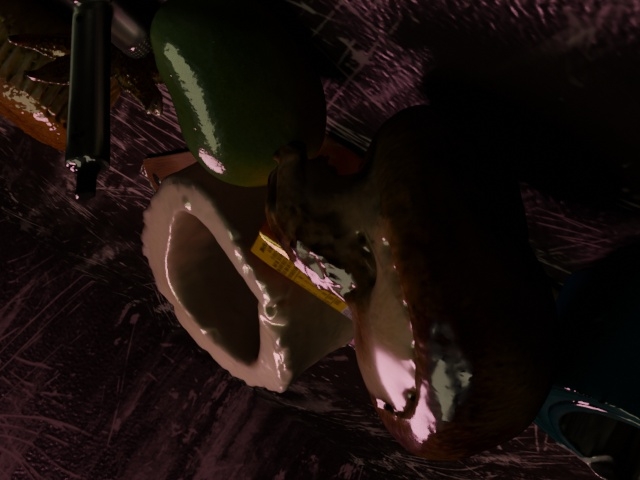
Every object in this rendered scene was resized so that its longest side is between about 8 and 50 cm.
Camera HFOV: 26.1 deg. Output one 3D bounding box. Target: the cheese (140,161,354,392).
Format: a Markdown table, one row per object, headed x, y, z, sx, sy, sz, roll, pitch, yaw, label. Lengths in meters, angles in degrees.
| x | y | z | sx | sy | sz | roll | pitch | yaw | label |
| --- | --- | --- | --- | --- | --- | --- | --- | --- | --- |
| -0.088 | 0.029 | 1.824 | 0.292 | 0.153 | 0.332 | 41 | 152 | 23 | cheese |

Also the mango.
| x | y | z | sx | sy | sz | roll | pitch | yaw | label |
| --- | --- | --- | --- | --- | --- | --- | --- | --- | --- |
| -0.084 | -0.160 | 1.407 | 0.251 | 0.156 | 0.114 | 60 | 176 | -37 | mango |

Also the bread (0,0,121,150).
| x | y | z | sx | sy | sz | roll | pitch | yaw | label |
| --- | --- | --- | --- | --- | --- | --- | --- | --- | --- |
| -0.400 | -0.236 | 1.851 | 0.253 | 0.142 | 0.227 | 31 | 173 | 3 | bread |

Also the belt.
| x | y | z | sx | sy | sz | roll | pitch | yaw | label |
| --- | --- | --- | --- | --- | --- | --- | --- | --- | --- |
| 0.365 | 0.175 | 1.474 | 0.300 | 0.173 | 0.436 | 29 | 165 | 21 | belt |

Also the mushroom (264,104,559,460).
| x | y | z | sx | sy | sz | roll | pitch | yaw | label |
| --- | --- | --- | --- | --- | --- | --- | --- | --- | --- |
| 0.082 | 0.050 | 1.344 | 0.259 | 0.345 | 0.345 | -4 | 168 | -9 | mushroom |

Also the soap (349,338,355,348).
| x | y | z | sx | sy | sz | roll | pitch | yaw | label |
| --- | --- | --- | --- | --- | --- | --- | --- | --- | --- |
| 0.012 | 0.083 | 2.100 | 0.259 | 0.081 | 0.181 | 25 | 161 | 34 | soap |

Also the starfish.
| x | y | z | sx | sy | sz | roll | pitch | yaw | label |
| --- | --- | --- | --- | --- | --- | --- | --- | --- | --- |
| -0.252 | -0.218 | 1.631 | 0.227 | 0.043 | 0.240 | 2 | -149 | -30 | starfish |

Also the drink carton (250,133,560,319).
| x | y | z | sx | sy | sz | roll | pitch | yaw | label |
| --- | --- | --- | --- | --- | --- | --- | --- | --- | --- |
| 0.106 | 0.040 | 1.627 | 0.351 | 0.155 | 0.111 | 34 | 166 | 0 | drink carton |

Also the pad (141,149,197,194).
| x | y | z | sx | sy | sz | roll | pitch | yaw | label |
| --- | --- | --- | --- | --- | --- | --- | --- | --- | --- |
| -0.166 | -0.008 | 2.105 | 0.284 | 0.018 | 0.286 | 63 | 157 | -12 | pad |

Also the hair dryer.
| x | y | z | sx | sy | sz | roll | pitch | yaw | label |
| --- | --- | --- | --- | --- | --- | --- | --- | --- | --- |
| -0.250 | -0.222 | 1.412 | 0.320 | 0.155 | 0.284 | 47 | -158 | -50 | hair dryer |
